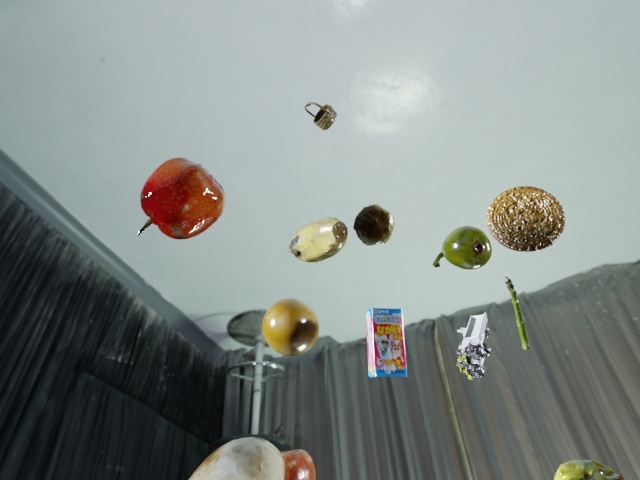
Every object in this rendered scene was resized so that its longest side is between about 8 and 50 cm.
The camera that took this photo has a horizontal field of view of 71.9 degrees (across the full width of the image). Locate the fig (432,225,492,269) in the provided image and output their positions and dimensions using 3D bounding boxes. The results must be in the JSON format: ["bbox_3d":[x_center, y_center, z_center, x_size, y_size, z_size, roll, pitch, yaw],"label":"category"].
[{"bbox_3d":[0.479,0.030,1.556,0.151,0.152,0.259,13,171,-17],"label":"fig"}]

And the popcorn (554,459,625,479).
[{"bbox_3d":[0.815,0.762,1.320,0.189,0.218,0.170,-16,102,-34],"label":"popcorn"}]

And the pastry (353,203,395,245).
[{"bbox_3d":[0.194,-0.056,1.592,0.153,0.081,0.154,1,96,5],"label":"pastry"}]

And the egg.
[{"bbox_3d":[-0.150,0.433,2.214,0.282,0.283,0.351,-12,155,9],"label":"egg"}]

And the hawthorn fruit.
[{"bbox_3d":[-0.461,-0.114,1.412,0.300,0.254,0.254,-42,132,-8],"label":"hawthorn fruit"}]

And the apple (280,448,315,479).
[{"bbox_3d":[-0.083,0.578,1.062,0.146,0.131,0.146,-4,154,-2],"label":"apple"}]

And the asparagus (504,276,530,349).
[{"bbox_3d":[0.562,0.208,1.257,0.024,0.025,0.249,-12,110,29],"label":"asparagus"}]

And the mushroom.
[{"bbox_3d":[-0.145,0.454,0.752,0.178,0.227,0.226,39,124,-11],"label":"mushroom"}]

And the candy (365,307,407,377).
[{"bbox_3d":[0.298,0.463,2.011,0.157,0.307,0.100,4,161,-13],"label":"candy"}]

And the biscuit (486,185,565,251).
[{"bbox_3d":[0.836,-0.094,1.803,0.304,0.306,0.038,-16,150,12],"label":"biscuit"}]

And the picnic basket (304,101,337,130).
[{"bbox_3d":[-0.003,-0.344,1.186,0.083,0.072,0.072,30,127,-26],"label":"picnic basket"}]

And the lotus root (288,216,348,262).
[{"bbox_3d":[0.000,0.000,1.211,0.258,0.097,0.110,-19,98,58],"label":"lotus root"}]

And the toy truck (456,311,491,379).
[{"bbox_3d":[0.538,0.376,1.561,0.111,0.136,0.286,9,133,28],"label":"toy truck"}]
